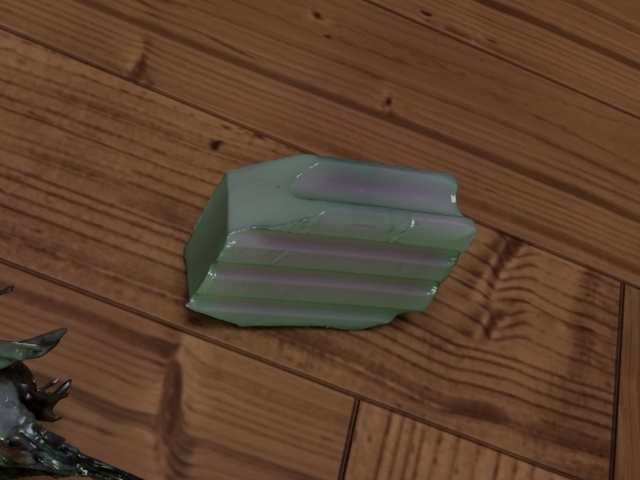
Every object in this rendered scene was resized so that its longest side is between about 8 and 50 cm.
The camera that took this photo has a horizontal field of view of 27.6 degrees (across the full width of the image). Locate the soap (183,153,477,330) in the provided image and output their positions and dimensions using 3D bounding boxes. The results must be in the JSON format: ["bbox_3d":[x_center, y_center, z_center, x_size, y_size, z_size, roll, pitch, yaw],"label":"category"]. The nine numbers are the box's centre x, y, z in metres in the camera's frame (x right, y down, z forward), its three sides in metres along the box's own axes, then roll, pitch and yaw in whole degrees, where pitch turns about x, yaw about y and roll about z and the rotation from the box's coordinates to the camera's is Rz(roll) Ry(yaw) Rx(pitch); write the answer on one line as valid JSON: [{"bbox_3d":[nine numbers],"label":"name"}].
[{"bbox_3d":[0.000,0.000,1.142,0.231,0.145,0.091,7,44,-26],"label":"soap"}]

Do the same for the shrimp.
[{"bbox_3d":[-0.277,0.083,0.931,0.372,0.172,0.137,14,46,-6],"label":"shrimp"}]
